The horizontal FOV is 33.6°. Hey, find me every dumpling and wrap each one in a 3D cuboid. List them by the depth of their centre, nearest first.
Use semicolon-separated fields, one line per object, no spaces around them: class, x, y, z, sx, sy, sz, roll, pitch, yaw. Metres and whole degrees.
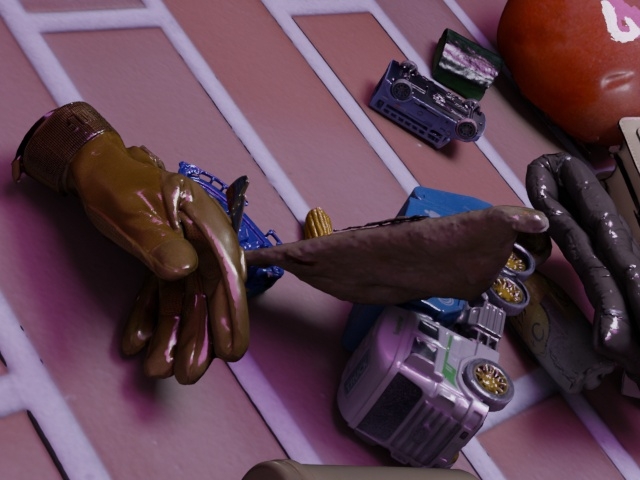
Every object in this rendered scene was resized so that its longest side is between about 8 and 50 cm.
dumpling;0.078;0.023;1.076;0.166;0.332;0.086;13;73;-64

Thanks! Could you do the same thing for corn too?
corn;0.000;0.000;1.270;0.037;0.037;0.092;17;43;-25

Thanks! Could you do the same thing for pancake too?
pancake;0.241;0.001;1.392;0.129;0.022;0.116;6;35;-2

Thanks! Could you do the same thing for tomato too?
tomato;0.470;-0.329;1.773;0.341;0.273;0.341;25;38;-21

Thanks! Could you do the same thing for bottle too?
bottle;0.276;0.077;1.379;0.083;0.083;0.269;-1;46;-39

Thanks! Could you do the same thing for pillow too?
pillow;0.374;0.051;1.342;0.228;0.101;0.326;45;24;-43

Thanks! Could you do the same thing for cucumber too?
cucumber;0.241;-0.290;1.728;0.115;0.062;0.116;27;39;-10

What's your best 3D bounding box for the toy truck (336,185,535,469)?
toy truck;0.131;0.088;1.207;0.175;0.146;0.367;27;37;-4

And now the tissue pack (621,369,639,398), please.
tissue pack;0.463;0.180;1.436;0.085;0.079;0.111;12;30;25

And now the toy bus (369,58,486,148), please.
toy bus;0.159;-0.193;1.554;0.167;0.076;0.073;30;38;-8

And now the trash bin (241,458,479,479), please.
trash bin;0.061;0.313;0.953;0.247;0.121;0.243;8;48;-38

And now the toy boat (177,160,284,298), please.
toy boat;-0.097;-0.032;1.165;0.091;0.110;0.175;-24;68;-46

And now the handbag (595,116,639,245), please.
handbag;0.594;-0.021;1.627;0.237;0.160;0.358;-4;50;-6

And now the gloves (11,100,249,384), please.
gloves;-0.170;-0.004;1.051;0.141;0.154;0.331;-21;60;-45
